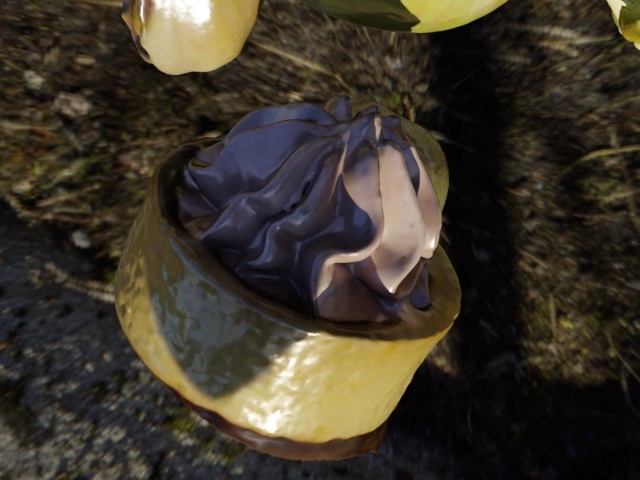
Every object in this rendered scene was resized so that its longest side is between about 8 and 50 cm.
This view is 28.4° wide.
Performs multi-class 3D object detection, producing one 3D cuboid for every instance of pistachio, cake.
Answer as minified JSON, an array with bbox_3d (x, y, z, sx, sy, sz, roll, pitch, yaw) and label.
[{"bbox_3d":[-0.102,-0.239,1.072,0.131,0.165,0.210,33,125,16],"label":"pistachio"},{"bbox_3d":[0.000,0.000,0.717,0.208,0.185,0.178,16,121,-40],"label":"cake"}]

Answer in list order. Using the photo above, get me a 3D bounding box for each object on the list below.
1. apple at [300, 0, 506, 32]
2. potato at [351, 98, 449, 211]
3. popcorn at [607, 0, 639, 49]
[{"bbox_3d":[0.041,-0.250,0.756,0.261,0.194,0.260,2,80,-14],"label":"apple"},{"bbox_3d":[0.029,-0.024,1.040,0.157,0.194,0.157,-1,65,3],"label":"potato"},{"bbox_3d":[0.202,-0.145,0.642,0.126,0.145,0.126,-5,53,1],"label":"popcorn"}]
